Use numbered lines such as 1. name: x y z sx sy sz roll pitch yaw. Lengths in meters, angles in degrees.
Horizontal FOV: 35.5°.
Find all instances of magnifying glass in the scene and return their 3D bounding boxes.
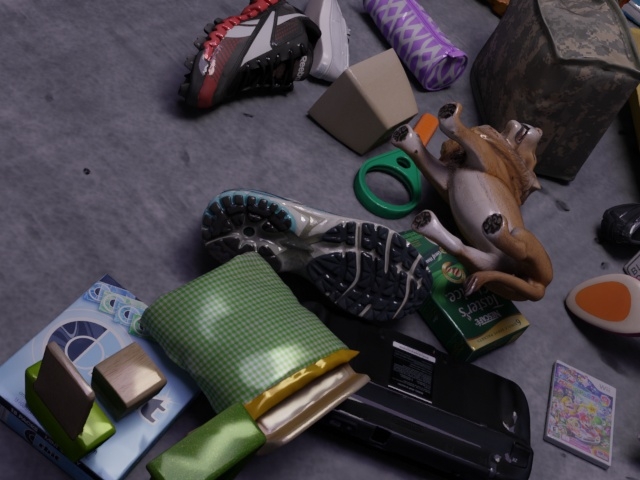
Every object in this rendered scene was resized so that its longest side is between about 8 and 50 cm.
1. magnifying glass: 0.116 -0.109 1.397 0.092 0.026 0.231 32 47 2

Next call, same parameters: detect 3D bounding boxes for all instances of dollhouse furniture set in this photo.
1. dollhouse furniture set: -0.092 0.107 0.932 0.301 0.151 0.197 -32 73 -36

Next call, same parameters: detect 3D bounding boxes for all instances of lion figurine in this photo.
1. lion figurine: 0.216 -0.029 1.261 0.240 0.142 0.392 40 34 -35

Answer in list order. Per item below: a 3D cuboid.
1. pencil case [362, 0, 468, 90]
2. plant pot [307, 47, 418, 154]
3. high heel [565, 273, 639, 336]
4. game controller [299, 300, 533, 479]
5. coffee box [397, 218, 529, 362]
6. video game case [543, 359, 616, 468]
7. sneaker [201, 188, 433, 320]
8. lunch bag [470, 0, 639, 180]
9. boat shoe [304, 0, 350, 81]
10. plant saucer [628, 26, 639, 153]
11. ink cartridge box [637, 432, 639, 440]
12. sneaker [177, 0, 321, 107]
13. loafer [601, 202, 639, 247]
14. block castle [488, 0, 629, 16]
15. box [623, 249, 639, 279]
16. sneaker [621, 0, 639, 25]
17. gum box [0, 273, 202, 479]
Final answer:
1. pencil case: 0.147 -0.329 1.556 0.086 0.088 0.206 -16 62 -34
2. plant pot: 0.068 -0.184 1.385 0.109 0.109 0.096 -31 83 -42
3. high heel: 0.451 0.095 1.307 0.117 0.244 0.082 27 66 -52
4. game controller: 0.094 0.173 1.122 0.319 0.067 0.166 23 31 -8
5. coffee box: 0.167 0.061 1.258 0.113 0.040 0.184 -16 61 -37
6. video game case: 0.320 0.211 1.227 0.087 0.011 0.122 26 45 -4
7. sneaker: 0.000 0.000 1.175 0.283 0.110 0.122 22 13 -11
8. lunch bag: 0.339 -0.272 1.500 0.169 0.235 0.287 6 50 -15
9. boat shoe: 0.015 -0.307 1.490 0.063 0.066 0.184 22 41 -28
10. plant saucer: 0.643 -0.170 1.659 0.333 0.081 0.332 13 55 -17
11. ink cartridge box: 0.575 0.272 1.201 0.371 0.069 0.176 35 88 2
12. sneaker: -0.086 -0.249 1.359 0.135 0.097 0.276 32 43 5
13. loafer: 0.519 -0.033 1.464 0.223 0.076 0.078 -14 24 -17
14. block castle: 0.432 -0.550 1.642 0.303 0.453 0.213 43 54 14
15. box: 0.569 0.119 1.381 0.169 0.087 0.290 -3 53 -29
16. sneaker: 0.647 -0.520 1.894 0.319 0.208 0.127 26 43 -5
17. gum box: -0.214 0.140 0.994 0.157 0.041 0.184 37 46 5
